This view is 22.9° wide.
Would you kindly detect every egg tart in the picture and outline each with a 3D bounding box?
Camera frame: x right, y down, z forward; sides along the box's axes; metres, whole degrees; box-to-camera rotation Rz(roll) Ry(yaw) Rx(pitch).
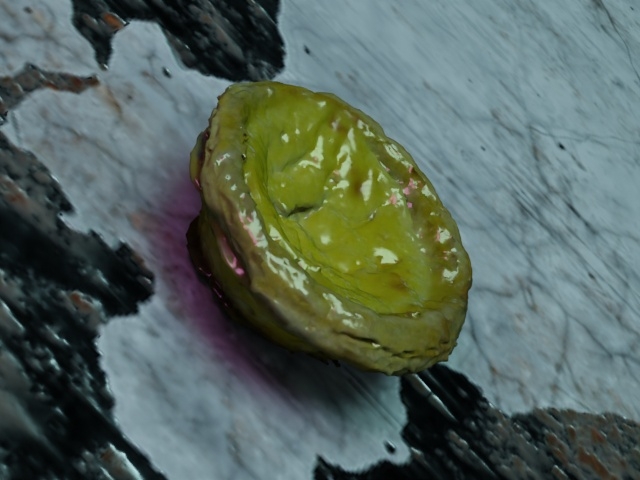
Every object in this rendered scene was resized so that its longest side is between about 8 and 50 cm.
[{"bbox_3d":[0.000,0.000,0.829,0.191,0.074,0.191,28,37,-24],"label":"egg tart"}]
